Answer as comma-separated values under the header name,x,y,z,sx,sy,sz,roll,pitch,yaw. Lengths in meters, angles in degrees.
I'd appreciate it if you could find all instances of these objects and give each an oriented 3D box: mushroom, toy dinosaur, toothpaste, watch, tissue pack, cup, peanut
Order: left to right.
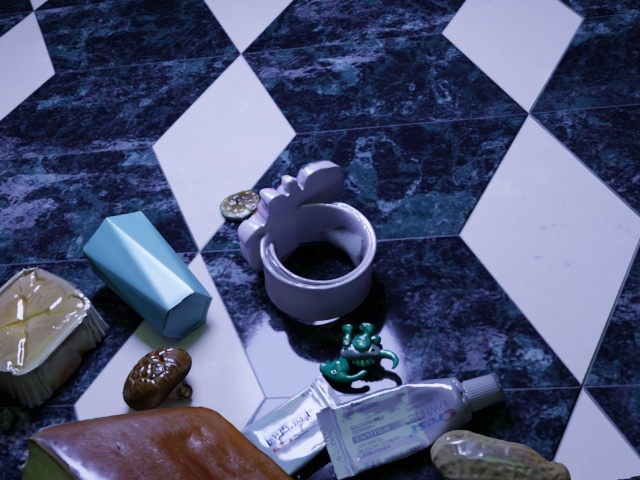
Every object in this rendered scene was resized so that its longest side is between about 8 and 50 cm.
name,x,y,z,sx,sy,sz,roll,pitch,yaw
cup,-0.304,0.064,1.424,0.134,0.148,0.236,-40,56,-19
mushroom,-0.268,0.226,1.298,0.109,0.085,0.126,17,48,26
tissue pack,-0.043,0.301,1.220,0.193,0.026,0.122,-32,49,-17
watch,0.000,0.000,1.388,0.244,0.196,0.231,-37,58,-25
toy dinosaur,0.065,0.190,1.287,0.132,0.059,0.096,0,56,24
toothpaste,0.141,0.262,1.189,0.282,0.068,0.099,-17,32,-5
peanut,0.247,0.321,1.100,0.194,0.083,0.093,12,52,22

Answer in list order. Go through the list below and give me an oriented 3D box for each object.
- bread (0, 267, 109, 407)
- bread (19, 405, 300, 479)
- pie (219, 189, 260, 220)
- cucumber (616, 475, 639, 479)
name,x,y,z,sx,sy,sz,roll,pitch,yaw
bread,-0.506,0.170,1.386,0.192,0.109,0.210,22,56,21
bread,-0.169,0.355,1.007,0.324,0.333,0.143,33,104,32
pie,-0.164,-0.072,1.596,0.084,0.020,0.084,-6,46,6
cucumber,0.470,0.334,1.067,0.182,0.053,0.053,-9,47,7
